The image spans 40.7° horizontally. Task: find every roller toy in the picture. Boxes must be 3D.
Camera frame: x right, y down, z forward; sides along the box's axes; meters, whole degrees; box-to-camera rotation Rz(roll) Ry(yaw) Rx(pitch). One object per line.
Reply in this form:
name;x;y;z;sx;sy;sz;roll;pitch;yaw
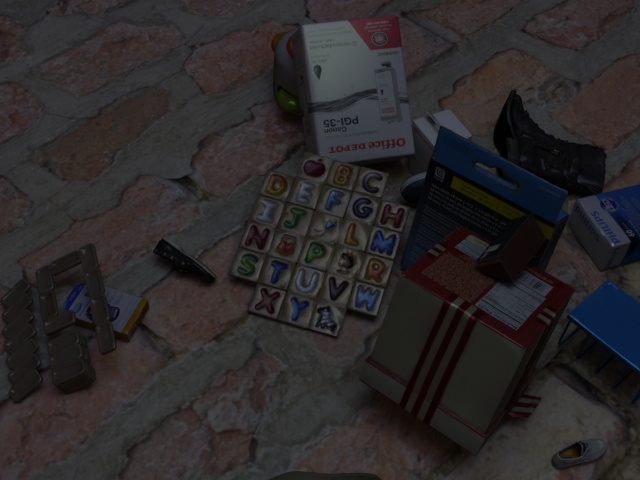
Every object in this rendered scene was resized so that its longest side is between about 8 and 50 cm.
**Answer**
roller toy;-0.008;-0.376;1.891;0.191;0.146;0.209;-3;50;-8

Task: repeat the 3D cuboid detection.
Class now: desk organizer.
desk organizer;0.300;0.015;1.350;0.130;0.047;0.050;-43;105;-40

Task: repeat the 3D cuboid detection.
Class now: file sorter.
file sorter;0.518;0.179;1.493;0.118;0.104;0.170;-34;59;-27

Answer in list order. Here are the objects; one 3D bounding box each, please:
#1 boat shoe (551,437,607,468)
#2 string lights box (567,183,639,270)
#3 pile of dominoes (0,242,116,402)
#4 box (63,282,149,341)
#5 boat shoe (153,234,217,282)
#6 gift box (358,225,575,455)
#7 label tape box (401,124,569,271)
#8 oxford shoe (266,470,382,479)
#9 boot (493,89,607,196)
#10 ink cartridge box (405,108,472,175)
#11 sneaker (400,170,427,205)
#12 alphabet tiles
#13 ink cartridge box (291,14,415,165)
boat shoe;0.422;0.339;1.395;0.100;0.035;0.035;-12;52;-13
string lights box;0.639;-0.040;1.704;0.259;0.077;0.133;-13;52;-15
pile of dominoes;-0.448;0.145;1.482;0.196;0.040;0.251;-25;53;3
box;-0.382;0.122;1.522;0.136;0.028;0.081;16;51;12
boat shoe;-0.249;0.042;1.590;0.133;0.049;0.042;33;83;13
gift box;0.249;0.163;1.396;0.255;0.258;0.276;34;36;25
label tape box;0.293;-0.036;1.502;0.240;0.334;0.106;31;47;20
oxford shoe;-0.085;0.419;1.255;0.396;0.141;0.146;-4;19;-1
boot;0.492;-0.199;1.835;0.228;0.091;0.263;10;54;-3
ink cartridge box;0.241;-0.190;1.756;0.089;0.143;0.092;-20;55;-20
sneaker;0.269;-0.052;1.680;0.226;0.086;0.163;5;47;-2
alphabet tiles;0.000;0.000;1.600;0.285;0.011;0.343;16;67;8
ink cartridge box;0.067;-0.294;1.744;0.207;0.117;0.283;-9;93;-11
